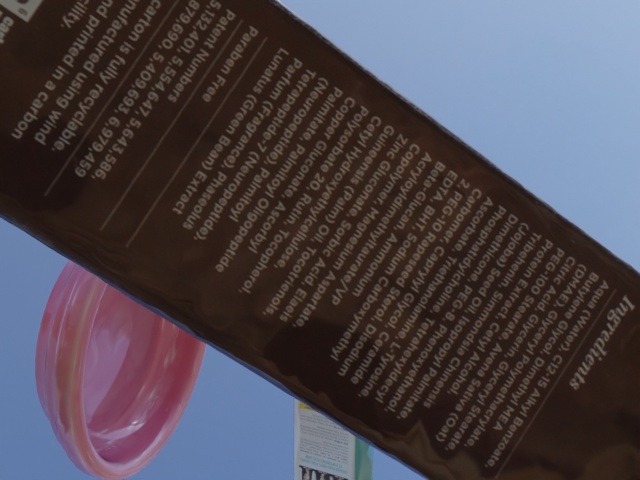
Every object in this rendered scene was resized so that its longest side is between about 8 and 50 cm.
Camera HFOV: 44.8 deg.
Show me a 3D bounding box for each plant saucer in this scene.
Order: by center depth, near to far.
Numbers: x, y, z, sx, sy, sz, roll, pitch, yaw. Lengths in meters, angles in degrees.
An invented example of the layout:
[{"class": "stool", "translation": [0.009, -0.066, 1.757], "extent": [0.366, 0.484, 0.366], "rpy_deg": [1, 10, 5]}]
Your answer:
[{"class": "plant saucer", "translation": [-0.236, 0.116, 0.944], "extent": [0.084, 0.332, 0.332], "rpy_deg": [10, -84, 15]}]

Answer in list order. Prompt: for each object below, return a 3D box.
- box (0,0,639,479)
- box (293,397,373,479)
[{"class": "box", "translation": [0.000, 0.000, 0.407], "extent": [0.381, 0.191, 0.143], "rpy_deg": [33, -93, -11]}, {"class": "box", "translation": [0.019, 0.333, 1.088], "extent": [0.060, 0.101, 0.244], "rpy_deg": [-17, -70, -57]}]
